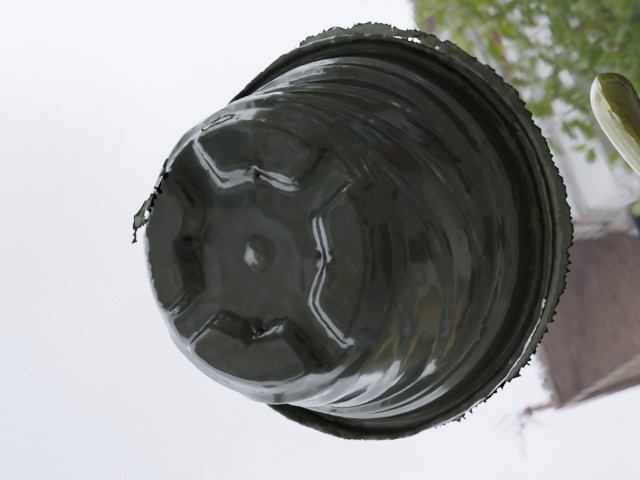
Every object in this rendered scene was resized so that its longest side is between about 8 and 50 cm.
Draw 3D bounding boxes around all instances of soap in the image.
[{"bbox_3d":[0.288,-0.090,1.170,0.140,0.045,0.089,49,-163,-4],"label":"soap"}]

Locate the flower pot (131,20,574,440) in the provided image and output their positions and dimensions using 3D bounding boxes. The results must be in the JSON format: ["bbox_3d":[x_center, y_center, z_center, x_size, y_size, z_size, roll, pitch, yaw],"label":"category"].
[{"bbox_3d":[0.000,0.000,0.683,0.140,0.235,0.235,-5,-108,-60],"label":"flower pot"}]
